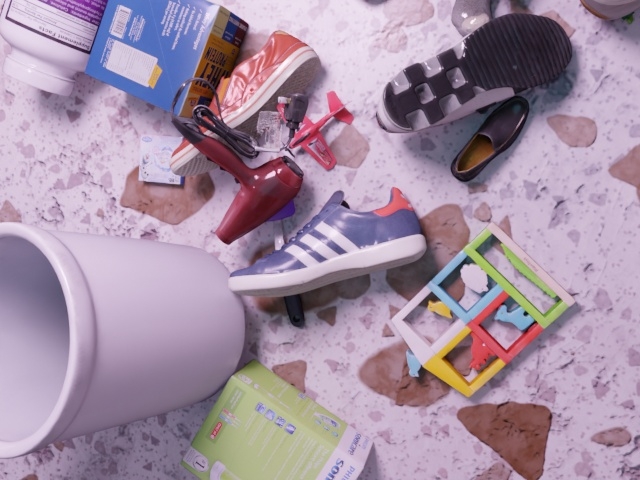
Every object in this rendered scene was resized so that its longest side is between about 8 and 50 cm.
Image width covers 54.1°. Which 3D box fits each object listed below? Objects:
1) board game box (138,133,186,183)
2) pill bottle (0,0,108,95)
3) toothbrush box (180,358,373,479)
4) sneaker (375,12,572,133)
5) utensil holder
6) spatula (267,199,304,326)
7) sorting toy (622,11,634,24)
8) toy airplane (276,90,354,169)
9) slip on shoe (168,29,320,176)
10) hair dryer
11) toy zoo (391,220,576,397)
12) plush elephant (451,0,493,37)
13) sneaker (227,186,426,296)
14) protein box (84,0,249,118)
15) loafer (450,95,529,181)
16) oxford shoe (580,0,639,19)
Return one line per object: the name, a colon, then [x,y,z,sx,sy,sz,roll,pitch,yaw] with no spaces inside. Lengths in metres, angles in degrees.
board game box: [-0.305,-0.157,1.211,0.090,0.020,0.090,7,98,14]
pill bottle: [-0.466,-0.439,1.141,0.181,0.181,0.323,26,102,11]
toothbrush box: [-0.079,0.391,1.155,0.283,0.122,0.206,32,101,10]
sneaker: [0.236,-0.262,1.013,0.330,0.146,0.123,-21,90,-6]
utensil holder: [-0.355,0.150,1.030,0.327,0.385,0.328,-3,84,29]
spatula: [-0.073,0.018,1.162,0.084,0.030,0.297,-11,93,12]
sorting toy: [0.477,-0.384,0.988,0.061,0.012,0.084,6,94,9]
toy airplane: [-0.006,-0.206,1.115,0.151,0.028,0.151,0,112,1]
slip on shoe: [-0.147,-0.238,1.116,0.331,0.123,0.101,-43,75,10]
hair dryer: [-0.139,-0.128,1.076,0.223,0.080,0.294,4,114,-6]
toy zoo: [0.261,0.136,1.088,0.192,0.030,0.293,44,104,6]
plush elephant: [0.200,-0.495,0.923,0.271,0.255,0.330,33,103,9]
sneaker: [0.000,0.000,1.094,0.349,0.131,0.148,-14,78,4]
protein box: [-0.272,-0.344,1.123,0.201,0.136,0.200,25,101,11]
loafer: [0.282,-0.167,1.036,0.062,0.061,0.170,39,103,9]
oxford shoe: [0.549,-0.481,0.910,0.449,0.130,0.169,-36,80,0]
